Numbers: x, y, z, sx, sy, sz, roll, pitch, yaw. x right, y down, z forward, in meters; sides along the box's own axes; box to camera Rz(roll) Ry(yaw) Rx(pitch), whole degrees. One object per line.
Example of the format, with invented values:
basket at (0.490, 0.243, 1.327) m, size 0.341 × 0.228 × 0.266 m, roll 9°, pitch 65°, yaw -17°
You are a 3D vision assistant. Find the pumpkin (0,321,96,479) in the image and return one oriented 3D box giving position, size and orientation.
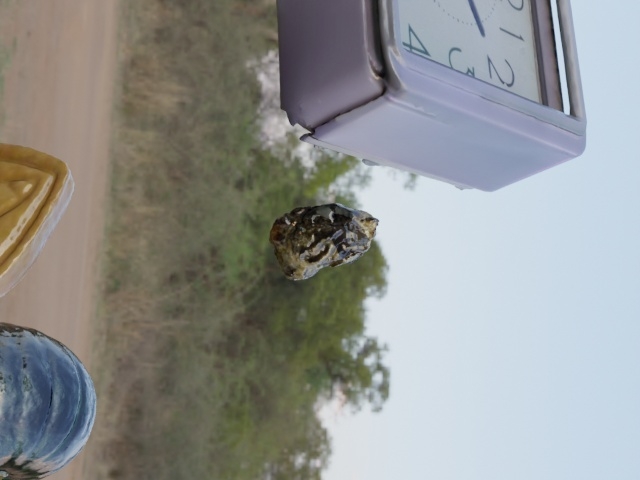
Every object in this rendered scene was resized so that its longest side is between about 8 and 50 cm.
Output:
pumpkin at (-0.294, 0.152, 0.818) m, size 0.202 × 0.202 × 0.140 m, roll 108°, pitch -33°, yaw -60°

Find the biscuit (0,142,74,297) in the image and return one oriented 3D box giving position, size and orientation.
biscuit at (-0.262, 0.002, 0.614) m, size 0.142 × 0.220 × 0.029 m, roll 54°, pitch -12°, yaw 35°

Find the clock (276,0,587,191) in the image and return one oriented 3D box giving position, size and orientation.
clock at (0.054, -0.130, 0.465) m, size 0.073 × 0.144 × 0.193 m, roll -20°, pitch -113°, yaw 46°

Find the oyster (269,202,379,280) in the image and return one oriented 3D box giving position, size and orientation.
oyster at (0.003, -0.001, 0.672) m, size 0.019 × 0.083 × 0.054 m, roll -79°, pitch 146°, yaw -61°
